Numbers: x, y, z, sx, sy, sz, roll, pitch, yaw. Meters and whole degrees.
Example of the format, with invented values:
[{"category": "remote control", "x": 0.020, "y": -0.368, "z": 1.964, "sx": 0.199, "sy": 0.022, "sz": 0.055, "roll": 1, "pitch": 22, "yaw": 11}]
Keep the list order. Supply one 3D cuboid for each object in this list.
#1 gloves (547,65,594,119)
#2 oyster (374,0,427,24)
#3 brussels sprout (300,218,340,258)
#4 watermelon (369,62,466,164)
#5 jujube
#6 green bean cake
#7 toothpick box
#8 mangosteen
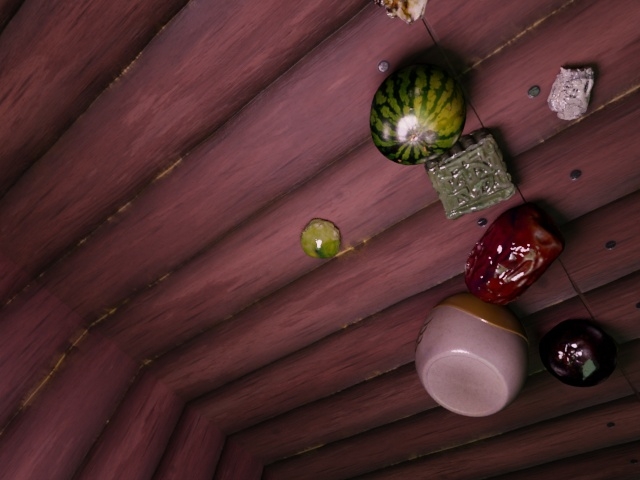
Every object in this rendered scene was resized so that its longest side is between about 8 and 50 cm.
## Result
[{"category": "gloves", "x": 0.749, "y": -0.439, "z": 1.260, "sx": 0.114, "sy": 0.070, "sz": 0.153, "roll": -2, "pitch": 123, "yaw": 9}, {"category": "oyster", "x": 0.215, "y": -0.765, "z": 1.097, "sx": 0.201, "sy": 0.107, "sz": 0.355, "roll": -14, "pitch": 126, "yaw": -29}, {"category": "brussels sprout", "x": -0.003, "y": 0.004, "z": 1.610, "sx": 0.151, "sy": 0.122, "sz": 0.149, "roll": -24, "pitch": 118, "yaw": 22}, {"category": "watermelon", "x": 0.287, "y": -0.370, "z": 1.247, "sx": 0.285, "sy": 0.285, "sz": 0.285, "roll": 4, "pitch": 122, "yaw": 6}, {"category": "jujube", "x": 0.668, "y": 0.054, "z": 1.464, "sx": 0.258, "sy": 0.258, "sz": 0.377, "roll": 19, "pitch": 121, "yaw": -3}, {"category": "green bean cake", "x": 0.497, "y": -0.212, "z": 1.407, "sx": 0.241, "sy": 0.132, "sz": 0.255, "roll": -24, "pitch": 115, "yaw": 17}, {"category": "toothpick box", "x": 0.580, "y": 0.407, "z": 1.600, "sx": 0.408, "sy": 0.425, "sz": 0.409, "roll": 12, "pitch": 120, "yaw": 21}, {"category": "mangosteen", "x": 1.027, "y": 0.440, "z": 1.678, "sx": 0.233, "sy": 0.287, "sz": 0.288, "roll": 41, "pitch": 123, "yaw": 16}]
